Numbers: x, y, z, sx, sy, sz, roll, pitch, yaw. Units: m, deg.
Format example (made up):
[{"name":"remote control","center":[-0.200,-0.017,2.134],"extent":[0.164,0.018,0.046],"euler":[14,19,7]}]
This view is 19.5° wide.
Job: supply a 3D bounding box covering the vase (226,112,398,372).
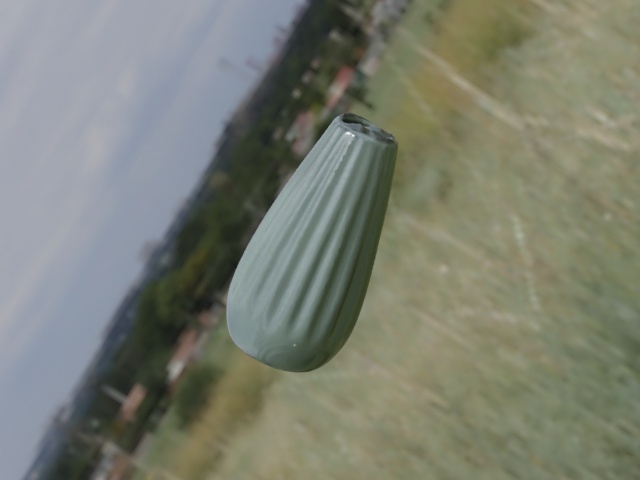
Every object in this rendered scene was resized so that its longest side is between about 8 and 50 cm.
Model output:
[{"name":"vase","center":[0.000,0.000,1.780],"extent":[0.128,0.128,0.248],"euler":[-65,-1,-71]}]
